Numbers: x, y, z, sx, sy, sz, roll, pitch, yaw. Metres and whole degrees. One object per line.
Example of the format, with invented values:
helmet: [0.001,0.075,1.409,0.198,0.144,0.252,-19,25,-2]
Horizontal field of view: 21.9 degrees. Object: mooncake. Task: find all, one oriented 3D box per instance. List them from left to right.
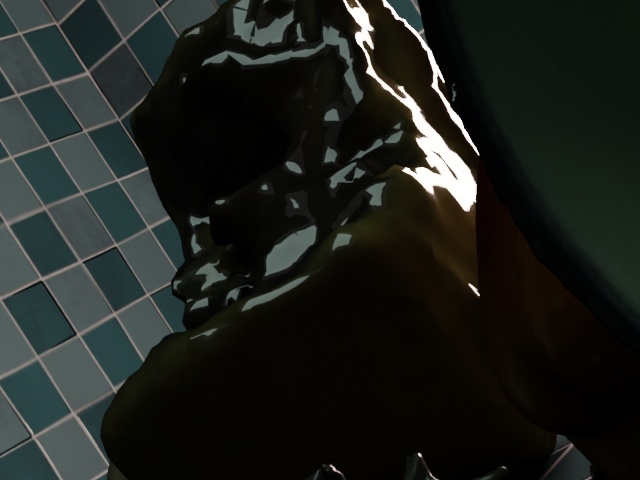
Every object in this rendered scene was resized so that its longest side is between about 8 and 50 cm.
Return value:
mooncake: [0.000,0.000,1.085,0.246,0.394,0.393,-32,-16,16]

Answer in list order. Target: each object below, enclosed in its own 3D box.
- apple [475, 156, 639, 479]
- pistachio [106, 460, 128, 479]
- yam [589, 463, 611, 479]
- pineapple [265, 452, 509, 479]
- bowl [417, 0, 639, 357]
apple: [0.160,-0.012,0.608,0.234,0.234,0.234,-33,-2,-1]
pistachio: [-0.085,0.206,1.287,0.197,0.166,0.288,-57,10,-17]
yam: [0.162,0.105,0.884,0.027,0.033,0.129,-6,11,16]
pineapple: [-0.028,0.168,0.693,0.248,0.128,0.128,-27,-4,-25]
bowl: [0.208,-0.116,0.396,0.354,0.354,0.185,-35,-18,36]
